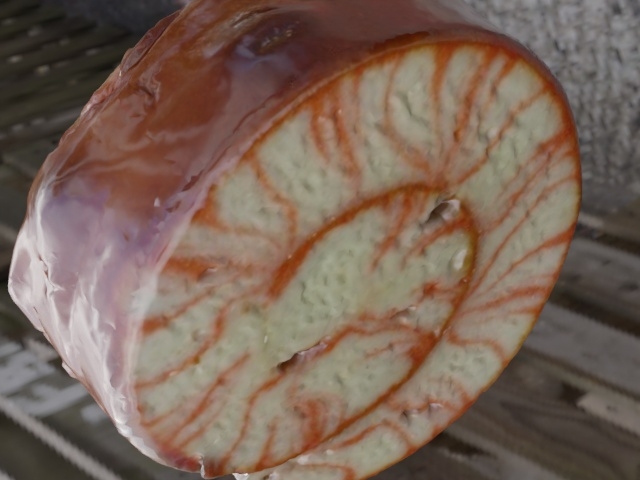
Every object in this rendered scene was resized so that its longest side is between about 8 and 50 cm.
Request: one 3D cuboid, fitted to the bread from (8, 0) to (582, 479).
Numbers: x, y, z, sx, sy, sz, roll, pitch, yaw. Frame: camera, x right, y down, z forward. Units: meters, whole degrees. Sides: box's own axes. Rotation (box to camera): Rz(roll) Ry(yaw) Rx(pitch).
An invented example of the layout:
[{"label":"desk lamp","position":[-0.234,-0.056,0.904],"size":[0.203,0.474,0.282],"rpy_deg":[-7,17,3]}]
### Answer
[{"label":"bread","position":[0.001,-0.003,0.794],"size":[0.295,0.327,0.114],"rpy_deg":[-48,52,3]}]
